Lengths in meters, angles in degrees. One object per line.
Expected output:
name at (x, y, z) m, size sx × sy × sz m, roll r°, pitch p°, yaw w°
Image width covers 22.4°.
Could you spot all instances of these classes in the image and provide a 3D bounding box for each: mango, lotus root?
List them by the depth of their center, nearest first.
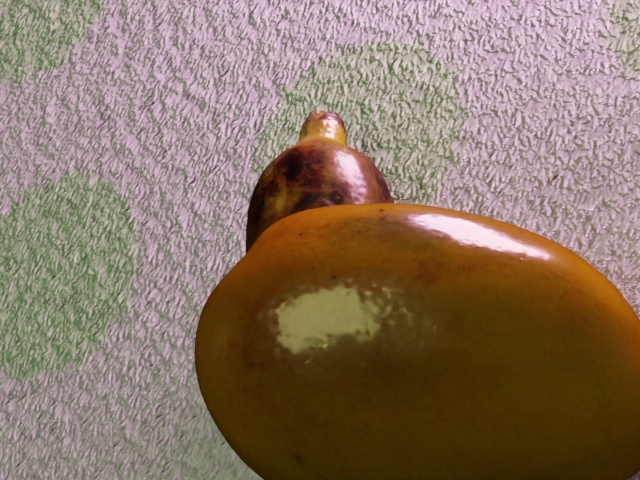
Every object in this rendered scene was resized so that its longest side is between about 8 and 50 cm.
mango at (0.103, 0.119, 1.518) m, size 0.446 × 0.232 × 0.300 m, roll 10°, pitch 94°, yaw 11°
lotus root at (0.000, 0.000, 1.733) m, size 0.169 × 0.141 × 0.314 m, roll -15°, pitch 67°, yaw 22°
